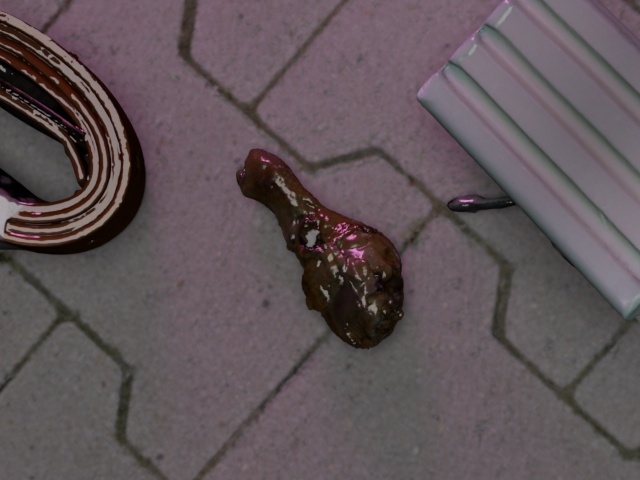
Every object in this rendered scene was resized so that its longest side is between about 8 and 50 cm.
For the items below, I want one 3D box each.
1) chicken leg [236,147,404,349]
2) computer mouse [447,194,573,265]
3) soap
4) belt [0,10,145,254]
[{"bbox_3d":[0.002,-0.001,1.686,0.198,0.069,0.085,50,119,12],"label":"chicken leg"},{"bbox_3d":[0.287,-0.058,1.638,0.379,0.090,0.167,-10,74,23],"label":"computer mouse"},{"bbox_3d":[0.221,-0.078,1.578,0.160,0.087,0.265,-47,64,11],"label":"soap"},{"bbox_3d":[-0.273,-0.092,1.700,0.261,0.105,0.184,30,91,4],"label":"belt"}]
